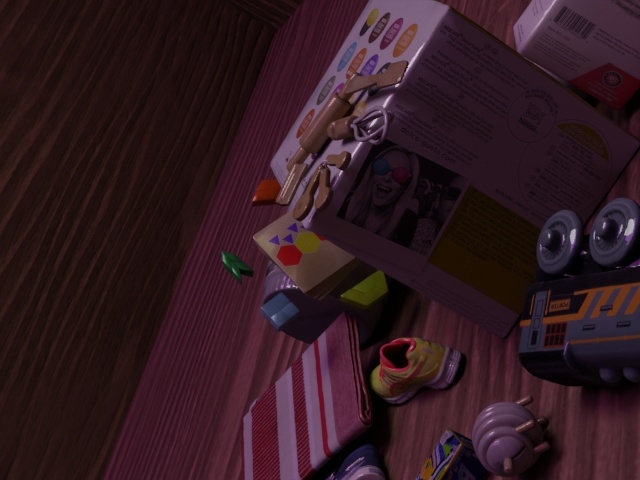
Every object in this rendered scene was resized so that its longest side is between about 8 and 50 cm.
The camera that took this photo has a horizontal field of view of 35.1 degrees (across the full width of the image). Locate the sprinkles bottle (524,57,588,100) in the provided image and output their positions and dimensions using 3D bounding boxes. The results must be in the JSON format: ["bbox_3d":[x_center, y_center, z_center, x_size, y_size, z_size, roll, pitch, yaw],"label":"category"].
[{"bbox_3d":[0.439,-0.377,1.467,0.355,0.121,0.121,-55,19,15],"label":"sprinkles bottle"}]

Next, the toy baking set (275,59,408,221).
[{"bbox_3d":[0.029,-0.128,1.262,0.256,0.030,0.197,-54,25,17],"label":"toy baking set"}]

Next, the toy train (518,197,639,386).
[{"bbox_3d":[0.339,0.058,1.068,0.334,0.142,0.190,-17,58,62],"label":"toy train"}]

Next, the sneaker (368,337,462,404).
[{"bbox_3d":[0.120,0.183,1.512,0.208,0.094,0.082,-35,32,56],"label":"sneaker"}]

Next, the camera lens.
[{"bbox_3d":[0.029,0.025,1.795,0.219,0.219,0.274,-36,30,52],"label":"camera lens"}]

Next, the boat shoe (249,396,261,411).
[{"bbox_3d":[-0.068,0.333,1.834,0.070,0.077,0.219,-58,26,9],"label":"boat shoe"}]

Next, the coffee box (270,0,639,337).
[{"bbox_3d":[0.172,-0.126,1.446,0.334,0.338,0.338,-57,20,10],"label":"coffee box"}]

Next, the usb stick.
[{"bbox_3d":[0.027,0.342,1.601,0.077,0.045,0.278,-10,52,58],"label":"usb stick"}]

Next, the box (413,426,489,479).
[{"bbox_3d":[0.147,0.326,1.277,0.169,0.059,0.054,-59,19,6],"label":"box"}]

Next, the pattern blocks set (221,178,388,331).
[{"bbox_3d":[0.000,0.000,1.661,0.324,0.285,0.026,-26,-25,-21],"label":"pattern blocks set"}]

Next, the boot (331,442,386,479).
[{"bbox_3d":[0.029,0.391,1.506,0.190,0.069,0.086,-47,14,15],"label":"boot"}]

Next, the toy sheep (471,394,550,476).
[{"bbox_3d":[0.220,0.232,1.184,0.091,0.091,0.132,-54,0,19],"label":"toy sheep"}]

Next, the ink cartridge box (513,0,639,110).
[{"bbox_3d":[0.394,-0.320,1.338,0.237,0.172,0.100,-56,13,31],"label":"ink cartridge box"}]

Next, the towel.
[{"bbox_3d":[-0.030,0.299,1.661,0.329,0.037,0.237,-48,29,31],"label":"towel"}]
